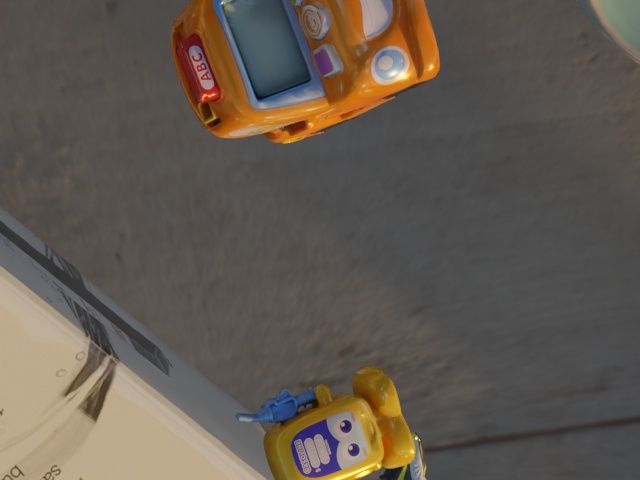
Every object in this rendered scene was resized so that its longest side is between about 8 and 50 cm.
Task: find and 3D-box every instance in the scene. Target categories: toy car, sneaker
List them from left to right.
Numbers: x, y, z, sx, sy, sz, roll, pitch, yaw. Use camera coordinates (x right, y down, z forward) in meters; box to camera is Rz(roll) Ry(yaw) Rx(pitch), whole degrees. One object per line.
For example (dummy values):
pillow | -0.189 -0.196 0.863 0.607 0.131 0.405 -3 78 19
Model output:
toy car | 0.000 0.000 0.339 0.040 0.060 0.122 -20 108 -26
sneaker | 0.062 0.185 1.347 0.035 0.031 0.083 -6 82 12

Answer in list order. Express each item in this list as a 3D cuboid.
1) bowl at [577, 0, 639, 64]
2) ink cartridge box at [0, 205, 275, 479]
bowl | 0.296 -0.229 1.311 0.311 0.311 0.163 33 54 1
ink cartridge box | -0.169 0.080 0.670 0.197 0.114 0.273 -46 113 4
